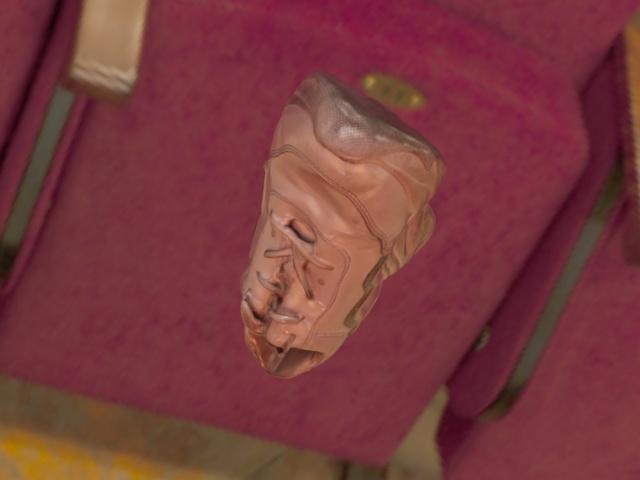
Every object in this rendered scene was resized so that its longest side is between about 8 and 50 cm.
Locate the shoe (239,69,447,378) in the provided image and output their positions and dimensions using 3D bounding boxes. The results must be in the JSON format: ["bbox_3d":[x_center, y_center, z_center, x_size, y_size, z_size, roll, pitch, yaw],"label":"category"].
[{"bbox_3d":[0.000,0.000,0.880,0.095,0.245,0.138,31,78,11],"label":"shoe"}]
